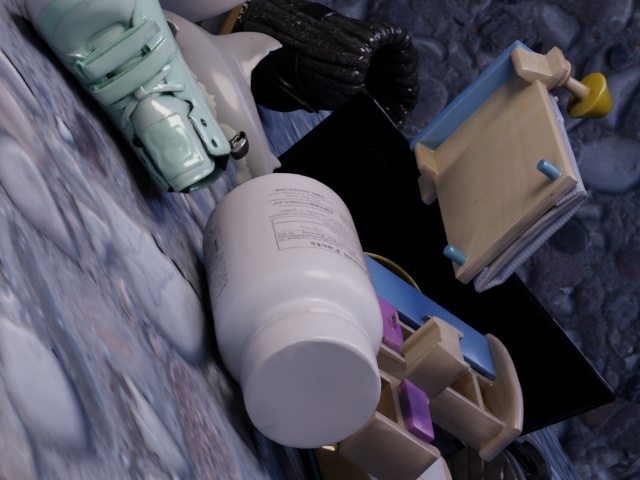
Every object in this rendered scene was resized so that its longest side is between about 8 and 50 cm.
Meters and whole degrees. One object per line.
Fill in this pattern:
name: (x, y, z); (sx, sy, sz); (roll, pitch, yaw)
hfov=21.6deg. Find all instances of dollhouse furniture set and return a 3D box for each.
dollhouse furniture set: (0.170, 0.037, 1.393); (0.198, 0.303, 0.286); (33, 25, -26)

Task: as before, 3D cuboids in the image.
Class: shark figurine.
shark figurine: (-0.071, -0.125, 1.505); (0.278, 0.116, 0.166); (56, -23, 1)

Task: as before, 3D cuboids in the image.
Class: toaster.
toaster: (0.179, 0.232, 2.025); (0.227, 0.129, 0.146); (45, 14, -52)

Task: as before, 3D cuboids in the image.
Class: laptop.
laptop: (0.134, 0.010, 1.795); (0.382, 0.236, 0.408); (51, 24, -3)

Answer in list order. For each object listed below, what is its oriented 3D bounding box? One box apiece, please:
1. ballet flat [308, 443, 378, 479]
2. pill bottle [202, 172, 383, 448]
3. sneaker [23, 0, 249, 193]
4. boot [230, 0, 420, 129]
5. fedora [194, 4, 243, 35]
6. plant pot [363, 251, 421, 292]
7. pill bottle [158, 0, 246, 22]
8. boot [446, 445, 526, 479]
ballet flat: (0.013, 0.146, 1.429); (0.232, 0.073, 0.080); (66, 7, 29)
pill bottle: (-0.020, 0.055, 1.322); (0.131, 0.131, 0.229); (57, 9, -31)
sneaker: (-0.134, -0.122, 1.306); (0.151, 0.094, 0.256); (58, 3, 21)
boot: (0.013, -0.203, 2.012); (0.260, 0.131, 0.348); (23, 1, 24)
fedora: (-0.131, -0.266, 1.779); (0.079, 0.194, 0.194); (22, 22, -16)
plant pot: (0.028, 0.088, 1.610); (0.134, 0.134, 0.095); (63, -17, 11)
pill bottle: (-0.181, -0.407, 1.552); (0.392, 0.224, 0.224); (56, 10, -38)
boot: (0.242, 0.376, 1.771); (0.222, 0.118, 0.338); (5, 66, -57)
